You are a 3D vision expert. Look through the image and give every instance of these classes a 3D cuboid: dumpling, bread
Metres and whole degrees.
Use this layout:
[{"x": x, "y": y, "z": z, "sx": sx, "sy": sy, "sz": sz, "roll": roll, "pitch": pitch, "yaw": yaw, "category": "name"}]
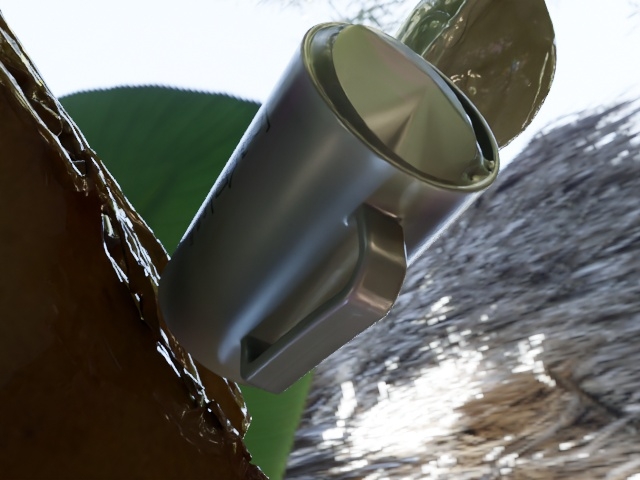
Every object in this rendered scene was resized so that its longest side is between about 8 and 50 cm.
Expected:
[{"x": 0.102, "y": -0.122, "z": 1.025, "sx": 0.131, "sy": 0.252, "sz": 0.179, "roll": 42, "pitch": -109, "yaw": 7, "category": "dumpling"}, {"x": -0.168, "y": 0.061, "z": 0.437, "sx": 0.324, "sy": 0.167, "sz": 0.277, "roll": -43, "pitch": -72, "yaw": -33, "category": "bread"}]

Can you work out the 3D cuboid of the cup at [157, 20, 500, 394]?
[{"x": 0.000, "y": 0.000, "z": 0.417, "sx": 0.074, "sy": 0.116, "sz": 0.104, "roll": 24, "pitch": -146, "yaw": -24, "category": "cup"}]
